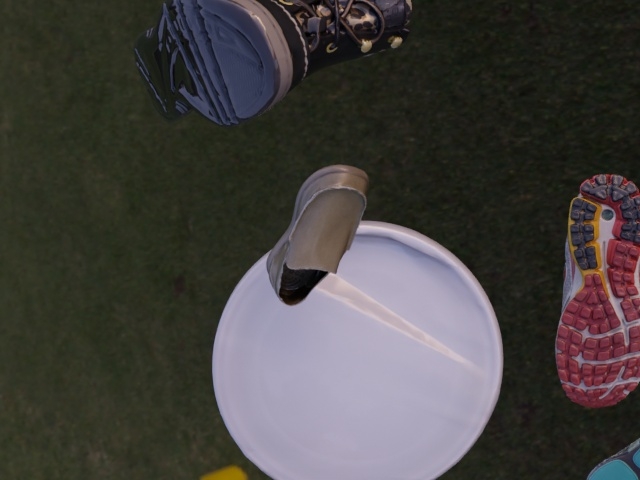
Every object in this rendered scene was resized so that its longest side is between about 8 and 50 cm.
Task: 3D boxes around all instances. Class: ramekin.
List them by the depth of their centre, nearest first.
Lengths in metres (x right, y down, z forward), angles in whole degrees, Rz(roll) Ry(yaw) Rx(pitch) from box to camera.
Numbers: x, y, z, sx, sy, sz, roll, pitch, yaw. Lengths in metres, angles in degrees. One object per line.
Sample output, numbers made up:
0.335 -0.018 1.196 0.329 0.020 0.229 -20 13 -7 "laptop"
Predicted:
0.035 0.105 0.911 0.127 0.272 0.273 -84 -8 -78 "ramekin"

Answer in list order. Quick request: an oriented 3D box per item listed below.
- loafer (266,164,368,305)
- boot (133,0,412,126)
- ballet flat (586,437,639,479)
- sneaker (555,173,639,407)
0.000 0.000 0.737 0.148 0.056 0.050 118 151 -45 "loafer"
-0.028 -0.227 1.002 0.377 0.284 0.138 3 116 66 "boot"
0.521 0.366 1.530 0.188 0.070 0.070 -44 65 32 "ballet flat"
0.276 0.050 0.898 0.088 0.092 0.225 6 94 13 "sneaker"
